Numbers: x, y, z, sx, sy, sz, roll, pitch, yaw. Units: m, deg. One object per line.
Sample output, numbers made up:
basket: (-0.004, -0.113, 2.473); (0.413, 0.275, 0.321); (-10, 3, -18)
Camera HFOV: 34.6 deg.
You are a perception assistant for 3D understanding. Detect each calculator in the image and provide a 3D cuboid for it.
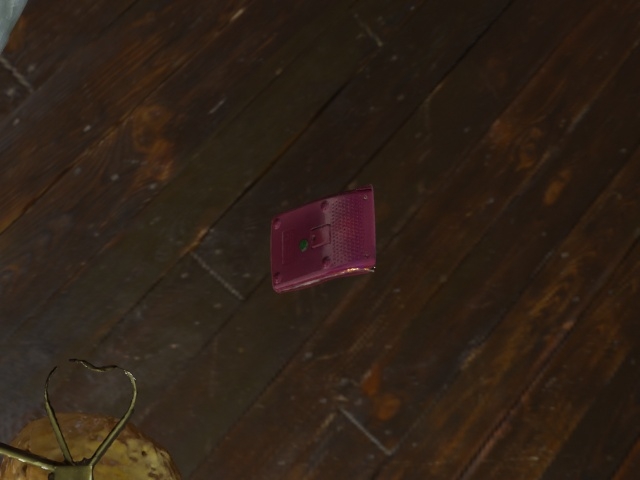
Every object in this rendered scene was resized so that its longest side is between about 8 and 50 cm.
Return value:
calculator: (0.000, 0.000, 1.452); (0.034, 0.190, 0.127); (19, 62, -49)

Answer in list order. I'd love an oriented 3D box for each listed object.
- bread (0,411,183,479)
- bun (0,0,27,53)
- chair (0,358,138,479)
bread: (-0.283, 0.325, 1.243); (0.244, 0.244, 0.134); (42, 27, -15)
bun: (-0.273, -0.170, 0.392); (0.362, 0.211, 0.362); (-33, 136, -40)
chair: (-0.230, 0.131, 0.579); (0.325, 0.170, 0.160); (4, 70, -31)
